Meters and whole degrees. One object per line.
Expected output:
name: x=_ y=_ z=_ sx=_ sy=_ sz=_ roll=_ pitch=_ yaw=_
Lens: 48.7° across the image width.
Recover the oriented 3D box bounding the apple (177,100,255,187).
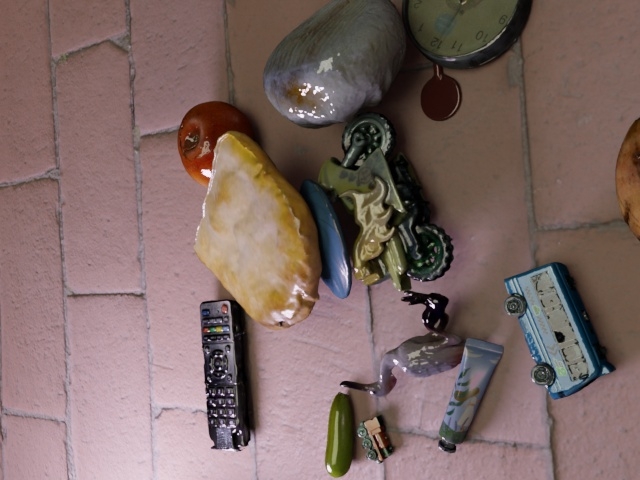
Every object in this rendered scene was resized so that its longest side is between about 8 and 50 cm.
apple: x=-0.281 y=-0.254 z=1.858 sx=0.210 sy=0.173 sz=0.234 roll=-46 pitch=63 yaw=26

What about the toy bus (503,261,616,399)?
toy bus: x=0.452 y=0.170 z=1.354 sx=0.134 sy=0.113 sz=0.246 roll=-27 pitch=72 yaw=27

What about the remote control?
remote control: x=-0.250 y=0.357 z=1.896 sx=0.145 sy=0.062 sz=0.398 roll=-8 pitch=83 yaw=35

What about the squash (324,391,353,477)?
squash: x=0.046 y=0.462 z=1.681 sx=0.066 sy=0.066 sz=0.201 roll=-1 pitch=82 yaw=36

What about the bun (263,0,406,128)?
bun: x=0.042 y=-0.388 z=1.559 sx=0.362 sy=0.362 sz=0.211 roll=-21 pitch=120 yaw=34

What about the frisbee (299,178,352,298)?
frisbee: x=-0.005 y=0.001 z=1.621 sx=0.289 sy=0.049 sz=0.289 roll=162 pitch=90 yaw=-76

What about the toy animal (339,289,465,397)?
toy animal: x=0.205 y=0.248 z=1.533 sx=0.195 sy=0.090 sz=0.324 roll=33 pitch=116 yaw=3

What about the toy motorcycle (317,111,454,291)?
toy motorcycle: x=0.127 y=-0.073 z=1.561 sx=0.237 sy=0.169 sz=0.410 roll=-36 pitch=69 yaw=32

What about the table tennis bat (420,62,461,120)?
table tennis bat: x=0.262 y=-0.341 z=1.559 sx=0.098 sy=0.019 sz=0.154 roll=-6 pitch=88 yaw=37

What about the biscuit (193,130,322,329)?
biscuit: x=-0.143 y=-0.006 z=1.681 sx=0.446 sy=0.104 sz=0.429 roll=44 pitch=133 yaw=32

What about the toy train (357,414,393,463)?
toy train: x=0.129 y=0.461 z=1.632 sx=0.064 sy=0.044 sz=0.103 roll=-30 pitch=72 yaw=21

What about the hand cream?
hand cream: x=0.305 y=0.327 z=1.492 sx=0.088 sy=0.055 sz=0.256 roll=16 pitch=101 yaw=-7

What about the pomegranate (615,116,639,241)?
pomegranate: x=0.635 y=-0.095 z=1.128 sx=0.322 sy=0.322 sz=0.322 roll=-1 pitch=89 yaw=36

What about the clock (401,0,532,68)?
clock: x=0.302 y=-0.505 z=1.493 sx=0.281 sy=0.055 sz=0.280 roll=-3 pitch=84 yaw=31
